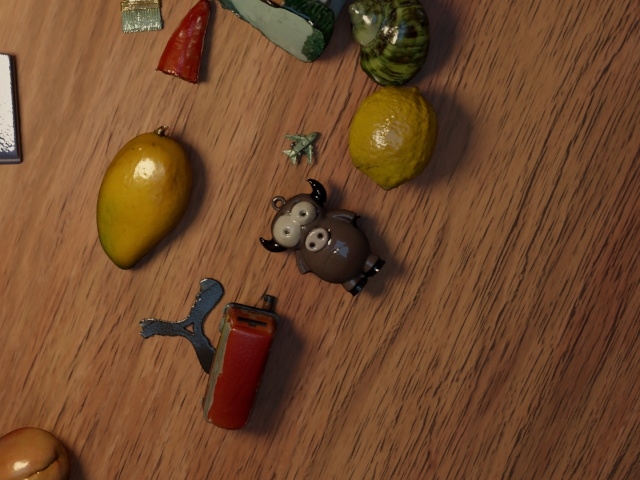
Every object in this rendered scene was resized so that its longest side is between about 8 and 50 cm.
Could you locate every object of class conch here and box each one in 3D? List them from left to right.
[{"bbox_3d":[0.130,-0.400,1.896,0.181,0.124,0.187,29,105,-2],"label":"conch"}]

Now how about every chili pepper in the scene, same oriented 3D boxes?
[{"bbox_3d":[-0.258,-0.402,1.922,0.088,0.065,0.169,21,94,-5],"label":"chili pepper"}]

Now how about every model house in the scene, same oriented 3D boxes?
[{"bbox_3d":[-0.036,-0.535,1.864,0.253,0.184,0.291,31,84,1],"label":"model house"}]

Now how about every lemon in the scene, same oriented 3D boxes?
[{"bbox_3d":[0.143,-0.207,1.899,0.180,0.180,0.193,12,123,-3],"label":"lemon"}]

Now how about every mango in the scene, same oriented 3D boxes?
[{"bbox_3d":[-0.358,-0.084,1.946,0.176,0.119,0.317,25,107,-7],"label":"mango"}]

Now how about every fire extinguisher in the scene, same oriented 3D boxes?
[{"bbox_3d":[-0.119,0.155,2.028,0.028,0.022,0.083,10,101,-35],"label":"fire extinguisher"}]

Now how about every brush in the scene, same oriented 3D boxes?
[{"bbox_3d":[-0.363,-0.526,1.924,0.082,0.010,0.218,-3,98,0],"label":"brush"}]

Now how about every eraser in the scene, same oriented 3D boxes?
[{"bbox_3d":[-0.653,-0.264,1.946,0.082,0.036,0.225,-2,99,0],"label":"eraser"}]

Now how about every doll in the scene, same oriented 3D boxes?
[{"bbox_3d":[0.001,0.001,1.960,0.257,0.117,0.182,40,102,-9],"label":"doll"}]

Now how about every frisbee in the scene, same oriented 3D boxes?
[{"bbox_3d":[-0.290,0.179,2.036,0.187,0.012,0.211,3,99,0],"label":"frisbee"}]

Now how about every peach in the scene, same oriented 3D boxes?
[{"bbox_3d":[-0.606,0.476,1.999,0.184,0.184,0.184,0,99,-1],"label":"peach"}]

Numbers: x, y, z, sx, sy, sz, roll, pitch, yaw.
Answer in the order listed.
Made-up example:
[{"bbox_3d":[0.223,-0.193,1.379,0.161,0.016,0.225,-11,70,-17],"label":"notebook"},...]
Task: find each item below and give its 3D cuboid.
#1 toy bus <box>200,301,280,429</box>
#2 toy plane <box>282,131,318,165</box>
[{"bbox_3d":[-0.170,0.270,1.985,0.121,0.120,0.265,14,107,-10],"label":"toy bus"},{"bbox_3d":[-0.038,-0.193,1.970,0.083,0.033,0.080,-41,83,5],"label":"toy plane"}]
